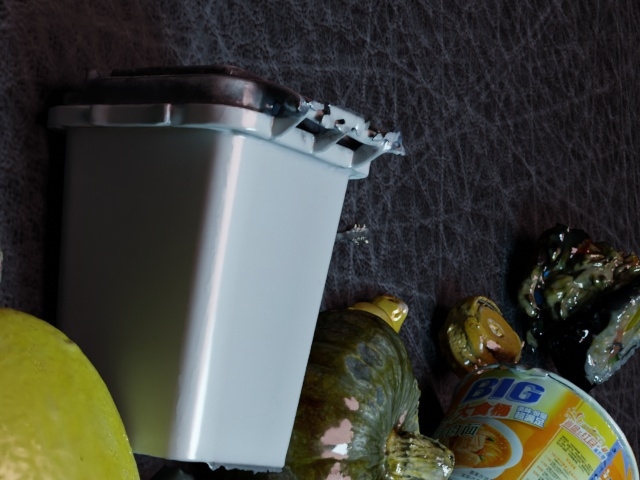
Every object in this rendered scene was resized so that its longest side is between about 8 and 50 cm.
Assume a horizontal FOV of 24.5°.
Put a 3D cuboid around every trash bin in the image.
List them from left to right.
[{"bbox_3d":[-0.104,0.030,1.409,0.256,0.296,0.367,18,77,-56],"label":"trash bin"}]

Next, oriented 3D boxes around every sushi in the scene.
[{"bbox_3d":[0.400,0.095,2.277,0.225,0.219,0.238,-46,163,-8],"label":"sushi"}]

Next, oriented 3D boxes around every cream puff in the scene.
[{"bbox_3d":[0.218,0.141,2.050,0.119,0.104,0.133,57,21,14],"label":"cream puff"}]

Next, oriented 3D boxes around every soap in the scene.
[{"bbox_3d":[-0.270,0.264,1.212,0.306,0.115,0.427,-12,86,-36],"label":"soap"}]

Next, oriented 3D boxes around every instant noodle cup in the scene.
[{"bbox_3d":[0.245,0.338,1.928,0.214,0.296,0.296,-44,123,-42],"label":"instant noodle cup"}]

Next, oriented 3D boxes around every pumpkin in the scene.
[{"bbox_3d":[0.014,0.247,1.597,0.232,0.242,0.325,-19,98,-65],"label":"pumpkin"}]

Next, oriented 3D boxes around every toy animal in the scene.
[{"bbox_3d":[0.073,0.097,1.869,0.159,0.070,0.083,-38,116,-58],"label":"toy animal"}]

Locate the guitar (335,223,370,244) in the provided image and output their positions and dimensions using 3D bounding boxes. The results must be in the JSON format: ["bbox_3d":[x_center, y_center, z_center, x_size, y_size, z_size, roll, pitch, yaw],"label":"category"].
[{"bbox_3d":[0.000,0.000,1.798,0.233,0.025,0.088,-8,92,-57],"label":"guitar"}]

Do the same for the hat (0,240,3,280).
[{"bbox_3d":[-0.325,0.006,1.268,0.121,0.050,0.121,-8,100,-56],"label":"hat"}]

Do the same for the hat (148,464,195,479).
[{"bbox_3d":[-0.045,0.410,1.432,0.382,0.257,0.366,21,50,-51],"label":"hat"}]
